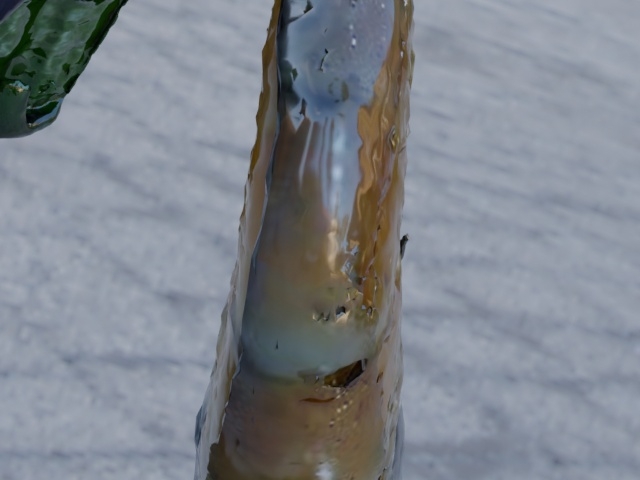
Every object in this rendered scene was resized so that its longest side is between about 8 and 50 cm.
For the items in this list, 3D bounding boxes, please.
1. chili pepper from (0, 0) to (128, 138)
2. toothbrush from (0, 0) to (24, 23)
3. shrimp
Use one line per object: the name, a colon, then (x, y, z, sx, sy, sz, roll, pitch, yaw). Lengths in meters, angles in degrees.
chili pepper: (-0.187, -0.181, 0.970, 0.213, 0.385, 0.167, -14, 67, -16)
toothbrush: (-0.049, -0.086, 0.451, 0.024, 0.288, 0.026, 44, 7, -32)
shrimp: (0.000, 0.000, 0.536, 0.054, 0.290, 0.222, 4, 57, 1)
